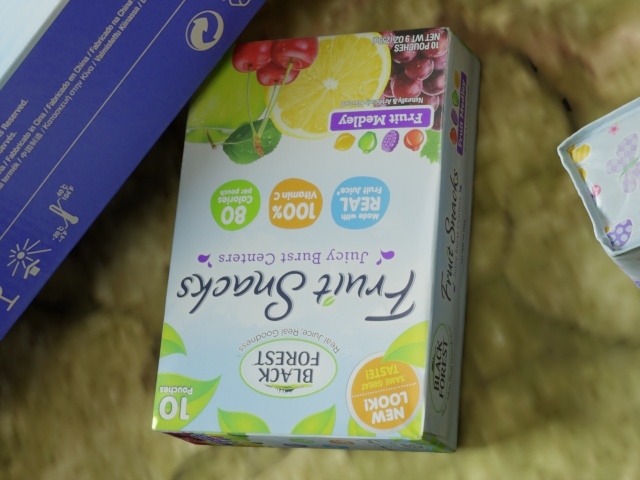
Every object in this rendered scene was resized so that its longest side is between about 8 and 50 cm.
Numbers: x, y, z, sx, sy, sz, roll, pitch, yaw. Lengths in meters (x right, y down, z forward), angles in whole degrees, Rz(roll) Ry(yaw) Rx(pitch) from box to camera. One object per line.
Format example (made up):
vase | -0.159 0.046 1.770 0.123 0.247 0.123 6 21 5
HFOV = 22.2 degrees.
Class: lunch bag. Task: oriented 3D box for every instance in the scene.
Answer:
lunch bag | 0.125 -0.022 0.496 0.083 0.071 0.053 -27 63 17

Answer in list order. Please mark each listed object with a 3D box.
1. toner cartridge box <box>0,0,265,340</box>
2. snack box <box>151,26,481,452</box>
toner cartridge box | -0.122 -0.087 0.602 0.348 0.075 0.165 -52 49 3
snack box | 0.000 0.000 0.564 0.100 0.037 0.141 -1 74 25
